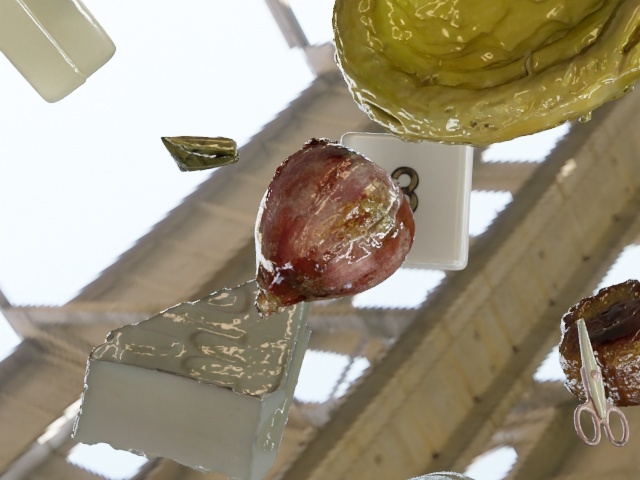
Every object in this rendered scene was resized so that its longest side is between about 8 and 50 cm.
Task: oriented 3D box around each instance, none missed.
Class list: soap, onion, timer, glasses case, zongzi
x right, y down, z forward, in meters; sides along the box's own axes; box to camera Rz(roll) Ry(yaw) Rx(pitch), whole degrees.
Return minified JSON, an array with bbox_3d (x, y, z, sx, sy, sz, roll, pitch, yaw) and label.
[{"bbox_3d":[-0.154,0.143,1.614,0.258,0.159,0.302,11,-144,5],"label":"soap"},{"bbox_3d":[0.000,0.000,1.260,0.195,0.159,0.159,-50,-153,-8],"label":"onion"},{"bbox_3d":[0.127,-0.061,1.889,0.193,0.194,0.194,3,-177,4],"label":"timer"},{"bbox_3d":[-0.266,-0.229,0.989,0.070,0.131,0.313,-39,-137,-3],"label":"glasses case"},{"bbox_3d":[-0.135,-0.109,1.422,0.076,0.083,0.040,-11,-113,5],"label":"zongzi"}]

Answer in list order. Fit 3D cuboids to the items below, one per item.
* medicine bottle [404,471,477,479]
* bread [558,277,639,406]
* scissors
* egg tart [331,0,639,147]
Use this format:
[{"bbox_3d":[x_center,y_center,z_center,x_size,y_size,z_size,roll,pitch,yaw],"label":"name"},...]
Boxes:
[{"bbox_3d":[0.111,0.426,1.636,0.212,0.212,0.325,-17,171,27],"label":"medicine bottle"},{"bbox_3d":[0.506,0.163,2.061,0.247,0.135,0.232,-25,-157,17],"label":"bread"},{"bbox_3d":[0.360,0.187,1.654,0.022,0.085,0.176,135,-46,-54],"label":"scissors"},{"bbox_3d":[0.172,-0.205,0.981,0.345,0.132,0.345,-18,-126,27],"label":"egg tart"}]
